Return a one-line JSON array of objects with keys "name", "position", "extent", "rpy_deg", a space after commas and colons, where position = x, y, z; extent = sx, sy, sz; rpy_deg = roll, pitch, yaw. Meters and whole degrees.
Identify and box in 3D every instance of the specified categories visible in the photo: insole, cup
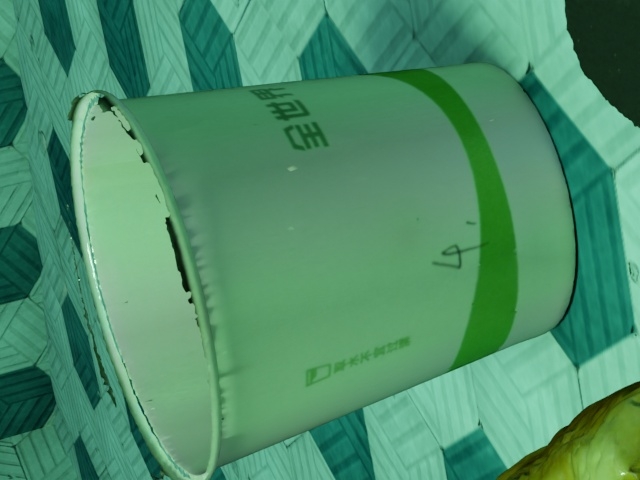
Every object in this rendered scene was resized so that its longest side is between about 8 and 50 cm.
[{"name": "insole", "position": [0.197, -0.101, 0.911], "extent": [0.309, 0.012, 0.110], "rpy_deg": [-170, 67, -70]}, {"name": "cup", "position": [0.000, 0.000, 1.168], "extent": [0.253, 0.274, 0.253], "rpy_deg": [165, 90, -70]}]

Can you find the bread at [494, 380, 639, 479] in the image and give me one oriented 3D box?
[{"name": "bread", "position": [0.178, 0.164, 0.988], "extent": [0.294, 0.132, 0.166], "rpy_deg": [126, 126, -66]}]
